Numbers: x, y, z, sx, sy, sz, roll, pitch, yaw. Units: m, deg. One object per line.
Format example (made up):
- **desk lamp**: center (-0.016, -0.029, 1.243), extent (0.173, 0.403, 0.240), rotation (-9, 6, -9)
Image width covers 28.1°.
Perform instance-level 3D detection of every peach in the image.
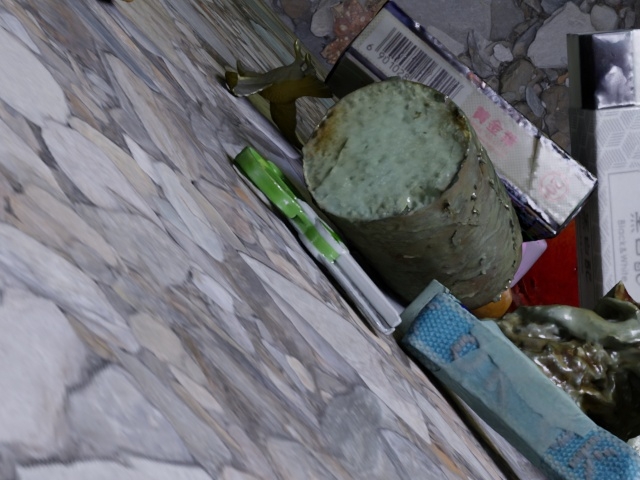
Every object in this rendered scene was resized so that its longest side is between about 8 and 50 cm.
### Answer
- **peach**: center (0.458, 0.091, 2.111), extent (0.370, 0.370, 0.370), rotation (47, 8, -9)

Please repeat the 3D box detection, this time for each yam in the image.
- **yam**: center (0.099, -0.035, 1.263), extent (0.168, 0.168, 0.304), rotation (52, 2, 25)

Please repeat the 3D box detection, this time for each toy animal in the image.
- **toy animal**: center (-0.046, -0.192, 1.537), extent (0.219, 0.095, 0.155), rotation (42, 15, -46)

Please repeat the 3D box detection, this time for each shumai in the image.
- **shumai**: center (0.270, 0.124, 1.334), extent (0.256, 0.218, 0.189), rotation (38, 22, -51)

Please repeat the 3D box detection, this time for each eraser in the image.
- **eraser**: center (0.346, -0.037, 1.461), extent (0.098, 0.096, 0.403), rotation (-126, -150, -78)

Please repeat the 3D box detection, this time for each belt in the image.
- **belt**: center (0.183, 0.146, 1.115), extent (0.302, 0.072, 0.087), rotation (42, 3, 28)

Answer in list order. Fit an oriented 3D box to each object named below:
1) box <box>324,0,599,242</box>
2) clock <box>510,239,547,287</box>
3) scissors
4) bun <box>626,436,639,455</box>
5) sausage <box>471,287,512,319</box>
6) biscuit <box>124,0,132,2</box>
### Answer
- **box**: center (0.152, -0.126, 1.470), extent (0.310, 0.084, 0.198), rotation (41, -7, -3)
- **clock**: center (0.163, -0.053, 1.814), extent (0.295, 0.113, 0.322), rotation (44, 12, 17)
- **scissors**: center (0.000, 0.000, 1.108), extent (0.204, 0.027, 0.101), rotation (50, 9, 22)
- **bun**: center (0.408, 0.258, 1.538), extent (0.283, 0.179, 0.283), rotation (45, 7, -7)
- **sausage**: center (0.145, 0.015, 1.511), extent (0.109, 0.109, 0.270), rotation (45, 5, -26)
- **biscuit**: center (-0.278, -0.353, 1.198), extent (0.355, 0.052, 0.275), rotation (53, 9, 21)
